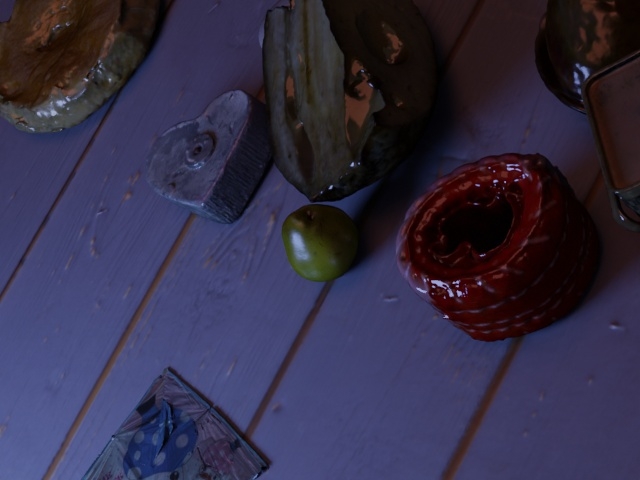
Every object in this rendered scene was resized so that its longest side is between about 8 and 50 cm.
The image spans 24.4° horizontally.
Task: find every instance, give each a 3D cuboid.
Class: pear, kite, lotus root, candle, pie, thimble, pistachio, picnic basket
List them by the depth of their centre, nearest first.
[{"bbox_3d":[0.393,-0.114,1.402,0.267,0.139,0.165,-28,48,24],"label":"picnic basket"},{"bbox_3d":[0.181,0.010,1.514,0.190,0.125,0.163,-31,49,21],"label":"thimble"},{"bbox_3d":[0.302,-0.217,1.560,0.165,0.130,0.210,-21,59,25],"label":"pistachio"},{"bbox_3d":[0.000,0.000,1.693,0.092,0.097,0.092,-20,57,33],"label":"pear"},{"bbox_3d":[-0.195,0.287,1.731,0.335,0.011,0.314,-19,52,31],"label":"kite"},{"bbox_3d":[0.040,-0.181,1.763,0.210,0.142,0.314,-41,46,44],"label":"lotus root"},{"bbox_3d":[-0.138,-0.096,1.898,0.192,0.068,0.168,-32,47,26],"label":"candle"},{"bbox_3d":[-0.375,-0.311,2.232,0.340,0.083,0.339,-20,52,27],"label":"pie"}]

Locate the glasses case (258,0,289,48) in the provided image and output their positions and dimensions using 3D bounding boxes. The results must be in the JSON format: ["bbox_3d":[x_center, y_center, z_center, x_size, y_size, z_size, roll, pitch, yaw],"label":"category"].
[{"bbox_3d":[0.018,-0.316,1.916,0.233,0.059,0.092,-36,43,18],"label":"glasses case"}]
